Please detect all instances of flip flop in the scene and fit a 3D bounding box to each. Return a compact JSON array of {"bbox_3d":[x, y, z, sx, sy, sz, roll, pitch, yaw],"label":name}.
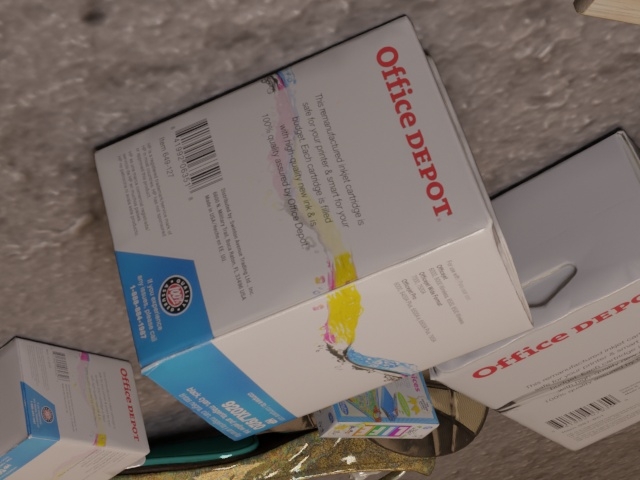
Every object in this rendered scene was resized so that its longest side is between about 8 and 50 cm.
[{"bbox_3d":[0.028,0.135,1.159,0.277,0.080,0.112,6,105,-13],"label":"flip flop"}]

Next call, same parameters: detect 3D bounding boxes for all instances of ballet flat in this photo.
[{"bbox_3d":[-0.047,0.232,1.227,0.348,0.123,0.123,-14,150,-8],"label":"ballet flat"}]

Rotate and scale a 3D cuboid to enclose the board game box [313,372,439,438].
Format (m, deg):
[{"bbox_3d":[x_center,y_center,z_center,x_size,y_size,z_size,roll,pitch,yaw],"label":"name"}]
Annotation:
[{"bbox_3d":[0.028,0.086,1.005,0.103,0.154,0.026,7,142,-35],"label":"board game box"}]

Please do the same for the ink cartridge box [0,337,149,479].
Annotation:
[{"bbox_3d":[-0.220,0.153,1.051,0.090,0.092,0.143,-35,145,28],"label":"ink cartridge box"}]

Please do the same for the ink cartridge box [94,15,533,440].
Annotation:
[{"bbox_3d":[0.000,0.000,0.833,0.233,0.171,0.168,-22,150,9],"label":"ink cartridge box"}]

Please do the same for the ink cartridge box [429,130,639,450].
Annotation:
[{"bbox_3d":[0.241,0.059,1.093,0.223,0.129,0.307,-29,148,20],"label":"ink cartridge box"}]

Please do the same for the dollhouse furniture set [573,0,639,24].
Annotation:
[{"bbox_3d":[0.198,-0.235,0.559,0.212,0.161,0.242,3,144,-30],"label":"dollhouse furniture set"}]
